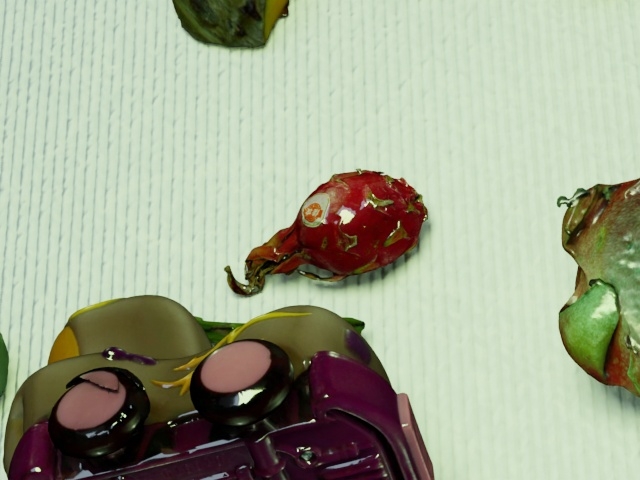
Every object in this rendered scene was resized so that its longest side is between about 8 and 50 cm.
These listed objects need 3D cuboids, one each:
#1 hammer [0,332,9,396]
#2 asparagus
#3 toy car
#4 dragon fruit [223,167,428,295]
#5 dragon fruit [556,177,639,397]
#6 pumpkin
[{"bbox_3d":[-0.437,0.176,1.760,0.206,0.119,0.335,31,80,32],"label":"hammer"},{"bbox_3d":[-0.069,0.076,1.735,0.236,0.027,0.034,2,81,21],"label":"asparagus"},{"bbox_3d":[-0.086,0.158,1.581,0.341,0.271,0.240,-13,37,8],"label":"toy car"},{"bbox_3d":[0.000,0.000,1.725,0.191,0.094,0.094,-23,55,10],"label":"dragon fruit"},{"bbox_3d":[0.331,0.027,1.564,0.295,0.130,0.268,-15,55,10],"label":"dragon fruit"},{"bbox_3d":[-0.066,-0.356,1.928,0.169,0.148,0.312,21,65,24],"label":"pumpkin"}]
